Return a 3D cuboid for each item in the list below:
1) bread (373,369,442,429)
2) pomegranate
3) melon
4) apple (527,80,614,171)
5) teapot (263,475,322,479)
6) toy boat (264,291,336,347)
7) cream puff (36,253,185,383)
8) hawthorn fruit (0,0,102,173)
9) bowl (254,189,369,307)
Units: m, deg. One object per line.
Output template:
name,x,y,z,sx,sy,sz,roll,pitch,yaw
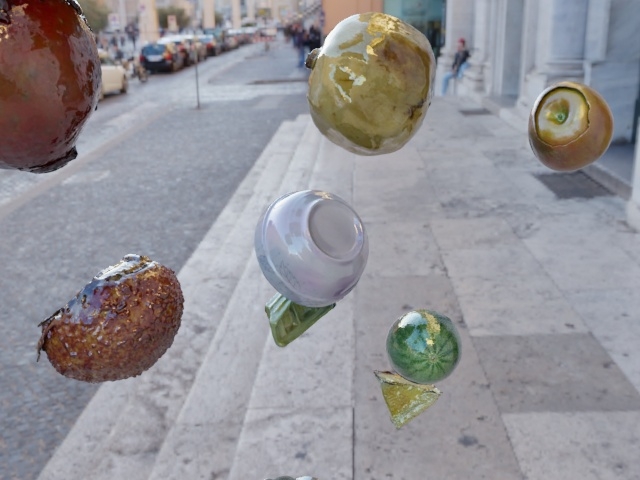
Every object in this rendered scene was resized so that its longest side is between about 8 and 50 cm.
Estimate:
bread,0.232,0.417,2.079,0.169,0.160,0.140,-35,4,0
pomegranate,0.113,-0.365,1.727,0.332,0.332,0.332,-1,17,0
melon,0.245,0.254,1.771,0.182,0.182,0.287,-1,-5,-2
apple,0.664,-0.310,1.976,0.237,0.237,0.207,18,-13,47
teapot,-0.045,0.604,1.550,0.162,0.239,0.149,-32,-15,15
toy boat,-0.038,0.149,1.808,0.084,0.111,0.276,13,39,41
cream puff,-0.439,0.186,1.626,0.228,0.350,0.350,45,23,0
hawthorn fruit,-0.455,-0.240,1.062,0.316,0.316,0.316,-1,17,0
bowl,0.000,0.000,1.727,0.287,0.287,0.144,-13,-15,-35
